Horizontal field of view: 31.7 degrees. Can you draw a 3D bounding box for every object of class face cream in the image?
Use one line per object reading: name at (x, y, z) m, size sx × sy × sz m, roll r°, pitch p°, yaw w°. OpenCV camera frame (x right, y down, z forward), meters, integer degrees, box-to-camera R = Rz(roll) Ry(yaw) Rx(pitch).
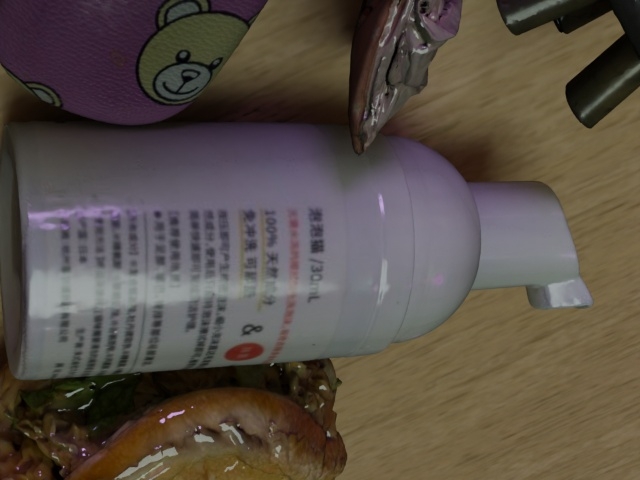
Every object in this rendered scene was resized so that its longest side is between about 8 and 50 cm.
face cream at (0.000, 0.000, 0.682) m, size 0.369 × 0.145 × 0.145 m, roll -2°, pitch 130°, yaw -22°

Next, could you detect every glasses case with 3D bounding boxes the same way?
glasses case at (-0.051, -0.191, 0.532) m, size 0.123 × 0.076 × 0.316 m, roll 18°, pitch 119°, yaw -32°

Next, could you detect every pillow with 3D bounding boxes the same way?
pillow at (0.058, -0.169, 0.559) m, size 0.049 × 0.135 × 0.248 m, roll 13°, pitch 127°, yaw -1°

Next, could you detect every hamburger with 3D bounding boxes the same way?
hamburger at (-0.116, 0.150, 0.771) m, size 0.286 × 0.146 × 0.243 m, roll -11°, pitch 140°, yaw -22°

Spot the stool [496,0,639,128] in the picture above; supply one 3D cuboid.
stool at (0.168, -0.175, 0.610) m, size 0.139 × 0.228 × 0.153 m, roll -23°, pitch -179°, yaw 27°
